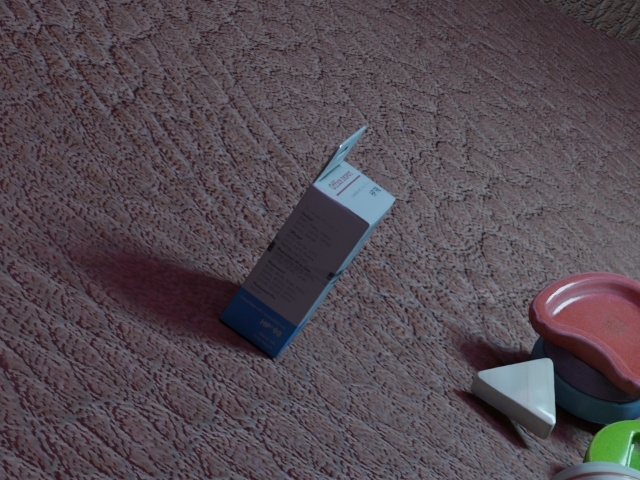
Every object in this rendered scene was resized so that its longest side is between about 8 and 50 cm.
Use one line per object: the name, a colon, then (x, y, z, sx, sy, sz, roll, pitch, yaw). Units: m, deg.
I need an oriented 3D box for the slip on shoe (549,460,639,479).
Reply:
slip on shoe: (0.319, 0.284, 1.456, 0.331, 0.123, 0.101, 26, 44, -27)

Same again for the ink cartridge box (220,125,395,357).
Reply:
ink cartridge box: (0.000, 0.000, 1.458, 0.060, 0.180, 0.104, 36, 19, 3)

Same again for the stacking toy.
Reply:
stacking toy: (0.294, 0.192, 1.696, 0.309, 0.130, 0.279, 41, 46, 23)
